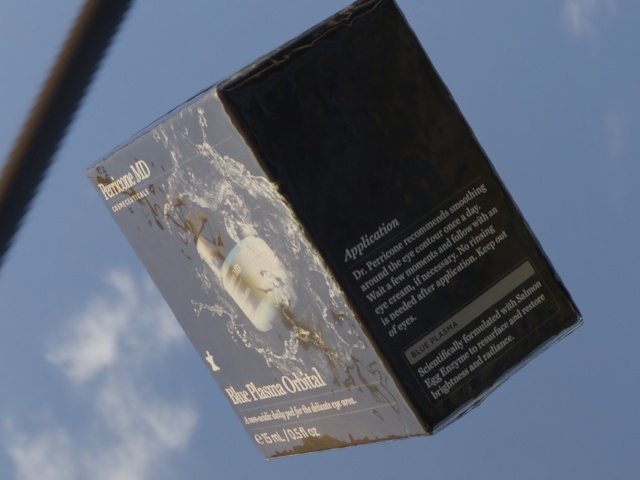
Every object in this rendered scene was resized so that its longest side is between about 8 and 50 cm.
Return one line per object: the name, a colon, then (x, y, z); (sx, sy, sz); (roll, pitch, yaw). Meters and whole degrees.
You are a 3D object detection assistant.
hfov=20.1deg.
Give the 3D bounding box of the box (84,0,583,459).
box: (0.000, 0.000, 0.757); (0.093, 0.156, 0.158); (-34, -84, -28)
